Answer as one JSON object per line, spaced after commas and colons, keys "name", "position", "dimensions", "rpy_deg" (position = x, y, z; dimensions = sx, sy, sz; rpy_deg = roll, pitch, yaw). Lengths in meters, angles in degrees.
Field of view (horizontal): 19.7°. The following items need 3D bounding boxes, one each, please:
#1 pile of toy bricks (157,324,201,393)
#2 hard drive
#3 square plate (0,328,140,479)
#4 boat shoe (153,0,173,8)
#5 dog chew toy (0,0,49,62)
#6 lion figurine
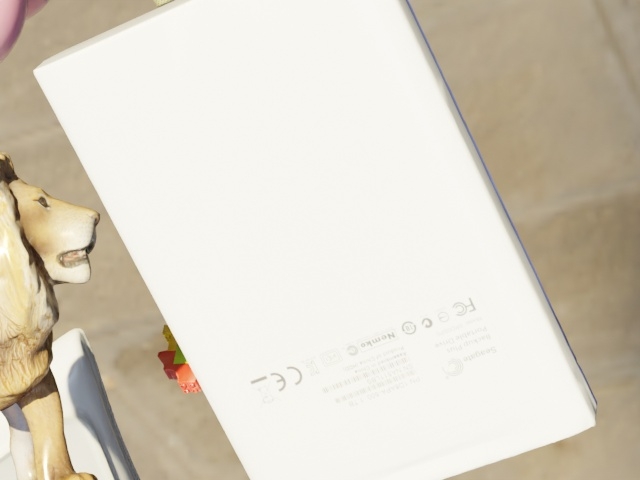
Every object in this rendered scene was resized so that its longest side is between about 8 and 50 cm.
{"name": "pile of toy bricks", "position": [-0.043, 0.070, 1.485], "dimensions": [0.212, 0.105, 0.118], "rpy_deg": [-5, 140, 17]}
{"name": "hard drive", "position": [0.000, 0.000, 1.068], "dimensions": [0.210, 0.040, 0.318], "rpy_deg": [-21, 106, 19]}
{"name": "square plate", "position": [-0.312, 0.311, 1.827], "dimensions": [0.347, 0.049, 0.344], "rpy_deg": [-37, 133, -25]}
{"name": "boat shoe", "position": [-0.098, -0.245, 1.573], "dimensions": [0.120, 0.324, 0.122], "rpy_deg": [-36, 178, -5]}
{"name": "dog chew toy", "position": [-0.353, -0.213, 1.615], "dimensions": [0.207, 0.332, 0.206], "rpy_deg": [18, 126, 27]}
{"name": "lion figurine", "position": [-0.257, 0.087, 1.360], "dimensions": [0.142, 0.240, 0.392], "rpy_deg": [-16, 175, -26]}
